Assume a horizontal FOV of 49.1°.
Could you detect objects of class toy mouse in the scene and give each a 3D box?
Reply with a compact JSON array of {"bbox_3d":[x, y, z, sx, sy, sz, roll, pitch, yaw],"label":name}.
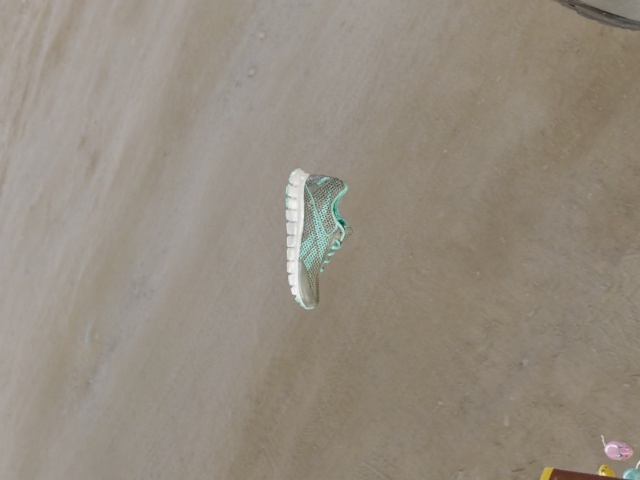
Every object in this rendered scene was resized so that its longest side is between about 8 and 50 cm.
[{"bbox_3d":[0.629,0.475,1.469,0.143,0.031,0.161,125,150,-48],"label":"toy mouse"}]

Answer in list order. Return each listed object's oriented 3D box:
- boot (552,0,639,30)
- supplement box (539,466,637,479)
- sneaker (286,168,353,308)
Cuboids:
[{"bbox_3d":[0.193,-0.164,0.322,0.223,0.338,0.118,-152,54,-70],"label":"boot"},{"bbox_3d":[0.337,0.396,0.837,0.191,0.129,0.194,-58,8,-21],"label":"supplement box"},{"bbox_3d":[0.000,0.000,0.820,0.076,0.065,0.166,1,101,8],"label":"sneaker"}]
